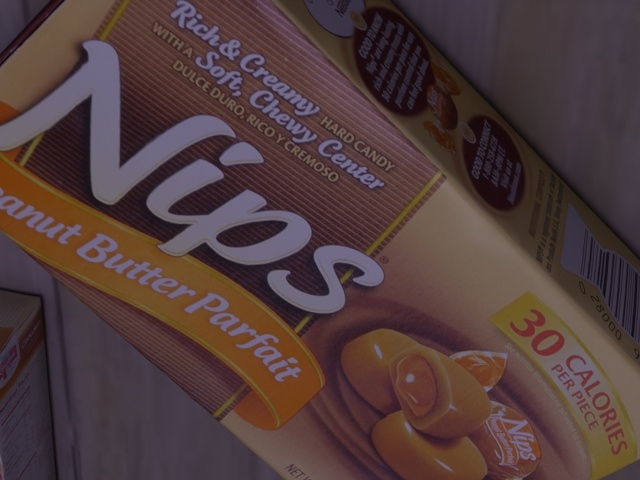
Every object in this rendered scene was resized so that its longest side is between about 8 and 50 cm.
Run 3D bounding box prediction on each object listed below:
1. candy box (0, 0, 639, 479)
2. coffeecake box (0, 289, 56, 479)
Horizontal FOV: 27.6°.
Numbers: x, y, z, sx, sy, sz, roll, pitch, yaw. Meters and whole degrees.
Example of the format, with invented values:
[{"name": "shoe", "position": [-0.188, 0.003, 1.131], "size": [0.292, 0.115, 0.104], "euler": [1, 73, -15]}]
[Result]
[{"name": "candy box", "position": [0.000, 0.000, 0.591], "size": [0.316, 0.087, 0.183], "euler": [44, 123, -15]}, {"name": "coffeecake box", "position": [-0.231, 0.110, 0.740], "size": [0.142, 0.068, 0.185], "euler": [10, 124, 10]}]
